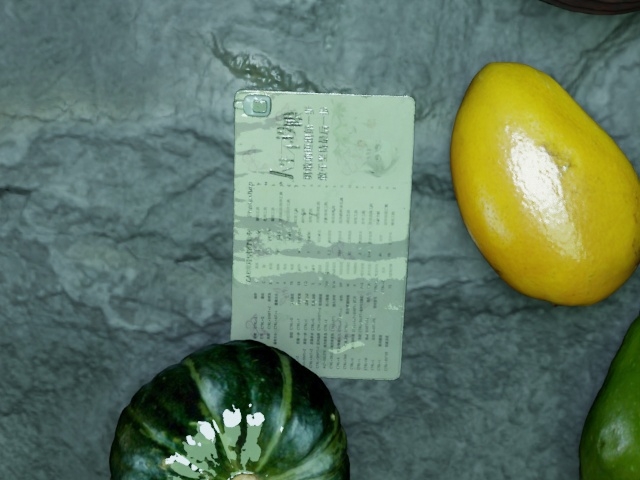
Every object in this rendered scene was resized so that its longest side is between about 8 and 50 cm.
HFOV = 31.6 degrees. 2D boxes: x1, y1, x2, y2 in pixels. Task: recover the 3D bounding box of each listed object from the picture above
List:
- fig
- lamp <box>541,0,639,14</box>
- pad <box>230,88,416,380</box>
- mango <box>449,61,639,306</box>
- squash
[{"bbox_3d":[0.315,0.165,0.980,0.195,0.195,0.245,-14,69,4],"label":"fig"},{"bbox_3d":[0.217,-0.283,0.822,0.247,0.247,0.247,0,105,0],"label":"lamp"},{"bbox_3d":[0.000,0.000,1.007,0.160,0.009,0.265,2,105,-1],"label":"pad"},{"bbox_3d":[0.184,-0.047,0.946,0.145,0.112,0.219,-28,91,8],"label":"mango"},{"bbox_3d":[-0.076,0.192,0.972,0.218,0.172,0.218,0,98,0],"label":"squash"}]
